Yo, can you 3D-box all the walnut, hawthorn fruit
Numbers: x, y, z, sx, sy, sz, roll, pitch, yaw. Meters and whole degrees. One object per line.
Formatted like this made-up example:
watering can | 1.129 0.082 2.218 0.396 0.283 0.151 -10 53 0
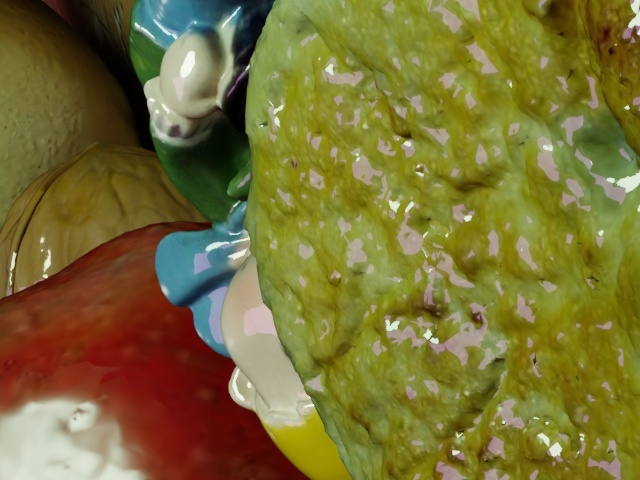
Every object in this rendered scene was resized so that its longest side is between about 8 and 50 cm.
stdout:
walnut | -0.102 0.045 1.021 0.167 0.167 0.207 -172 66 -73
hawthorn fruit | -0.051 0.144 0.770 0.307 0.265 0.265 48 150 44

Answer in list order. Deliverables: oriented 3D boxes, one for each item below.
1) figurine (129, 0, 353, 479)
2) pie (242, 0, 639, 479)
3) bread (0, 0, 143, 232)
figurine | 0.014 -0.005 0.629 0.185 0.127 0.234 110 145 -65
pie | 0.074 0.023 0.471 0.277 0.078 0.277 42 143 43
bread | -0.293 -0.083 1.266 0.253 0.348 0.376 -61 19 5
